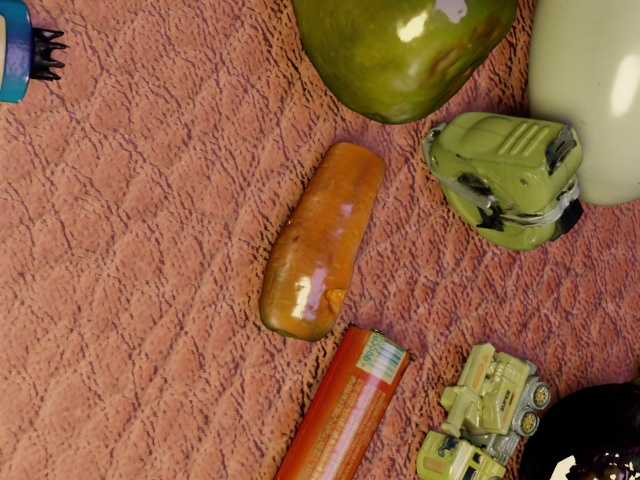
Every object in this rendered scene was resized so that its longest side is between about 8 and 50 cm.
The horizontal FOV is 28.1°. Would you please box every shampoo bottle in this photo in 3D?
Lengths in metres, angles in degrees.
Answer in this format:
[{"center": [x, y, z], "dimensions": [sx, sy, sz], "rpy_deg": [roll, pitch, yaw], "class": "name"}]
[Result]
[{"center": [-0.294, -0.157, 1.025], "dimensions": [0.183, 0.050, 0.087], "rpy_deg": [2, 85, -34], "class": "shampoo bottle"}]

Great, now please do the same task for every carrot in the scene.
[{"center": [0.000, 0.000, 1.217], "dimensions": [0.087, 0.087, 0.194], "rpy_deg": [26, 77, -32], "class": "carrot"}]

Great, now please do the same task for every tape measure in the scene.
[{"center": [0.187, -0.059, 1.292], "dimensions": [0.087, 0.177, 0.154], "rpy_deg": [-47, 130, -21], "class": "tape measure"}]

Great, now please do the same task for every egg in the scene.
[{"center": [0.335, -0.216, 1.337], "dimensions": [0.230, 0.230, 0.371], "rpy_deg": [18, 88, -33], "class": "egg"}]

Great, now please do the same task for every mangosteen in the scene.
[{"center": [0.324, 0.259, 1.386], "dimensions": [0.242, 0.243, 0.243], "rpy_deg": [-3, 95, -34], "class": "mangosteen"}]

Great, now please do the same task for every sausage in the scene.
[{"center": [0.001, 0.211, 1.237], "dimensions": [0.083, 0.083, 0.264], "rpy_deg": [35, 76, -31], "class": "sausage"}]

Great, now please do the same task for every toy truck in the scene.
[{"center": [0.163, 0.190, 1.342], "dimensions": [0.100, 0.077, 0.169], "rpy_deg": [38, 74, -33], "class": "toy truck"}]

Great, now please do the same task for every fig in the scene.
[{"center": [0.044, -0.251, 1.192], "dimensions": [0.206, 0.206, 0.275], "rpy_deg": [-40, 80, -25], "class": "fig"}]
